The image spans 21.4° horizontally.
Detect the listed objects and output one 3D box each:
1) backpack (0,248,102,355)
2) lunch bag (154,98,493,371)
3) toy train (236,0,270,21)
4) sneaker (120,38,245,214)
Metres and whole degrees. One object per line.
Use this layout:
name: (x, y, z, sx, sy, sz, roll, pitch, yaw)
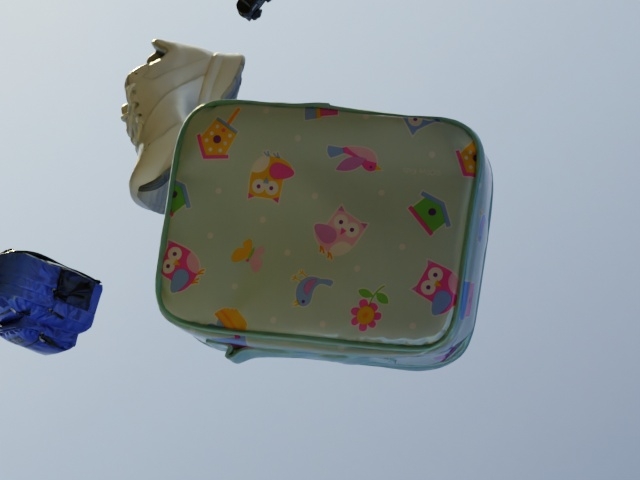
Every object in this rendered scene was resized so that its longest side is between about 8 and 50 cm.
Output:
backpack: (-0.318, 0.067, 1.884, 0.098, 0.120, 0.101, -21, -132, 48)
lunch bag: (0.000, 0.000, 1.437, 0.279, 0.108, 0.224, 5, -97, 14)
toy train: (-0.032, -0.286, 1.681, 0.027, 0.036, 0.158, 38, -87, 17)
sneaker: (-0.181, -0.134, 1.974, 0.297, 0.129, 0.111, -72, -178, -54)
